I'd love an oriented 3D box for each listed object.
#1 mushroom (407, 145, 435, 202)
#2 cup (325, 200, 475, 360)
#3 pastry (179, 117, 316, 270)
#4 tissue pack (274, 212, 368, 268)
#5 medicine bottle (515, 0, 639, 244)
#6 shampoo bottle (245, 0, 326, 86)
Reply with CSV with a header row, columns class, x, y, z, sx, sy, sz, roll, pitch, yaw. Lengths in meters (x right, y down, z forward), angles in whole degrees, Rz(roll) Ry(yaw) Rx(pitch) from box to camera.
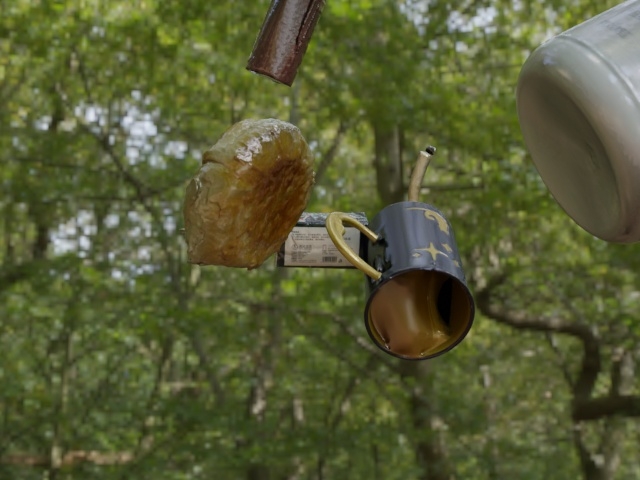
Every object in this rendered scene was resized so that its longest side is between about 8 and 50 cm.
class,x,y,z,sx,sy,sz,roll,pitch,yaw
mushroom,0.211,-0.106,2.555,0.060,0.187,0.061,3,14,-25
cup,0.139,0.025,2.027,0.178,0.256,0.255,-22,-61,11
pastry,-0.113,-0.074,1.824,0.121,0.235,0.257,25,12,27
tissue pack,-0.001,0.000,2.246,0.170,0.103,0.090,1,20,-5
medicine bottle,0.400,-0.160,1.339,0.306,0.245,0.245,-27,-17,-10
shampoo bottle,-0.020,-0.307,1.489,0.067,0.236,0.068,22,0,-15
